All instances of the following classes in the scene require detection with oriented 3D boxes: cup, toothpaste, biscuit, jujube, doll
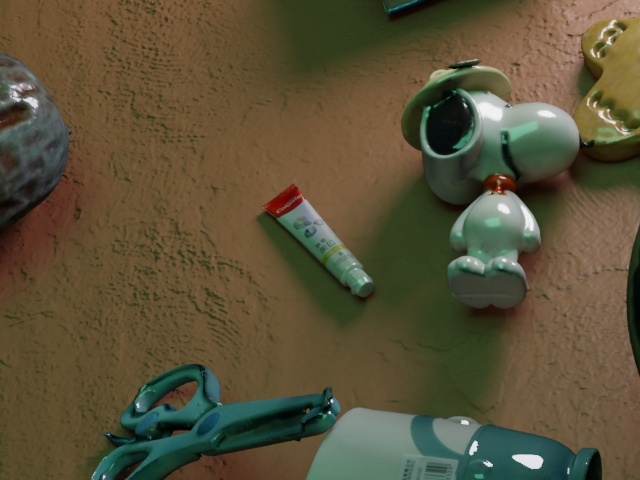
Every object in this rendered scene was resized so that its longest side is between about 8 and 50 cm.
[{"bbox_3d":[0.115,0.306,1.580,0.257,0.219,0.290,5,87,20],"label":"cup"},{"bbox_3d":[0.000,0.000,1.934,0.048,0.031,0.190,-37,51,-7],"label":"toothpaste"},{"bbox_3d":[0.437,-0.214,1.942,0.275,0.052,0.355,27,67,30],"label":"biscuit"},{"bbox_3d":[-0.456,-0.084,1.997,0.308,0.246,0.215,-36,95,-24],"label":"jujube"},{"bbox_3d":[0.165,-0.067,1.860,0.208,0.144,0.271,16,60,21],"label":"doll"}]

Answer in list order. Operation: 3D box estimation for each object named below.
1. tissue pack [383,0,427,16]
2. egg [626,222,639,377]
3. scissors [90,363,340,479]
[{"bbox_3d":[0.171,-0.423,2.112,0.263,0.146,0.198,-18,53,3],"label":"tissue pack"},{"bbox_3d":[0.452,0.083,1.540,0.345,0.345,0.428,-7,77,12],"label":"egg"},{"bbox_3d":[-0.104,0.185,1.709,0.393,0.032,0.180,-15,38,50],"label":"scissors"}]
